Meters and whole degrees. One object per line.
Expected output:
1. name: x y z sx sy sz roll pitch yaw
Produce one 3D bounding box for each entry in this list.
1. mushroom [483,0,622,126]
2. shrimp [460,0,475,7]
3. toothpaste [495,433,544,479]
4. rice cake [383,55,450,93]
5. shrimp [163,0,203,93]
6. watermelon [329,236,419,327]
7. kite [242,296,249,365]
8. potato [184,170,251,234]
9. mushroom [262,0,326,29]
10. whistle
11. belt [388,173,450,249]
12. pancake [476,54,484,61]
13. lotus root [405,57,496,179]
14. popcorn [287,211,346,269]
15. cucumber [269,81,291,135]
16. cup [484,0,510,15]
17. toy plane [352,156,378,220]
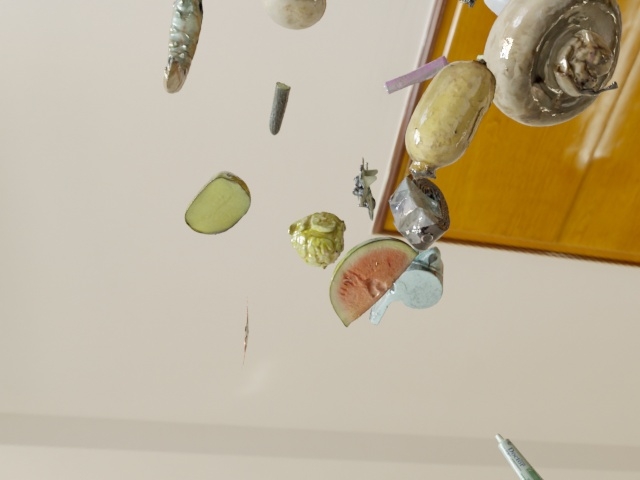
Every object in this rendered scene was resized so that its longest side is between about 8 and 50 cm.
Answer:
1. mushroom: 0.577 -0.442 1.380 0.362 0.362 0.294 -1 -149 -25
2. shrimp: 0.499 -0.832 1.953 0.082 0.076 0.174 40 -161 -28
3. toothpaste: 0.565 0.635 1.612 0.064 0.041 0.218 -30 -128 -8
4. rice cake: 0.292 -0.502 1.755 0.207 0.047 0.036 -21 -165 9
5. shrimp: -0.321 -0.423 1.288 0.068 0.185 0.287 13 -128 -8
6. watermelon: 0.115 0.083 1.647 0.159 0.303 0.128 37 -166 -17
7. kite: -0.233 0.296 1.824 0.008 0.222 0.125 3 165 -3
8. potato: -0.320 -0.131 1.825 0.160 0.272 0.111 25 -138 -26
9. mushroom: -0.092 -0.777 1.830 0.206 0.206 0.209 -8 -113 -35
10. whistle: 0.325 0.176 2.270 0.188 0.405 0.168 51 -152 -19
11. belt: 0.346 -0.110 1.963 0.184 0.164 0.289 25 -143 -22
12. pancake: 0.496 -0.479 1.636 0.129 0.022 0.116 40 -173 -22
13. lotus root: 0.269 -0.259 1.235 0.146 0.284 0.160 26 -179 25
14. popcorn: -0.001 0.000 1.872 0.167 0.185 0.187 -11 174 22
15. cucumber: -0.145 -0.455 2.015 0.052 0.214 0.058 -3 -130 -19
16. cup: 0.645 -0.811 1.712 0.212 0.317 0.212 22 -141 -20
17. toy plane: 0.156 -0.164 2.057 0.088 0.262 0.192 6 -133 8
